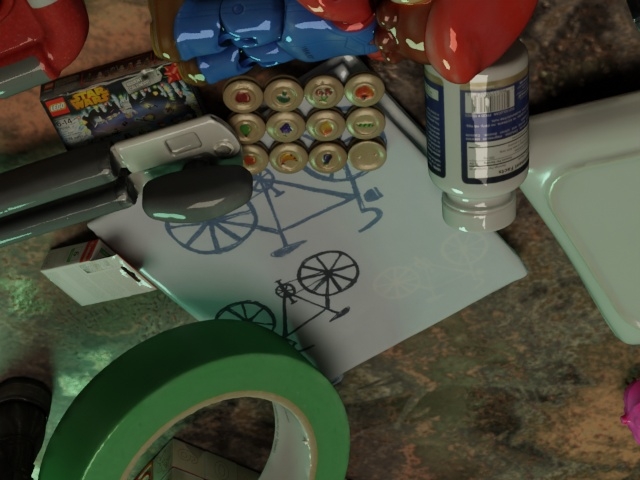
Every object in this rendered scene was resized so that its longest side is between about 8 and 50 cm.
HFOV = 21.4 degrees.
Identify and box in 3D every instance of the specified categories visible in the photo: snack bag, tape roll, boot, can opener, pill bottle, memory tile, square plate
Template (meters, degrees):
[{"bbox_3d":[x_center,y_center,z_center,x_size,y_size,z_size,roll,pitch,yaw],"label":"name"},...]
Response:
[{"bbox_3d":[0.000,0.000,1.678,0.323,0.037,0.342,-31,126,23],"label":"snack bag"},{"bbox_3d":[-0.123,0.237,1.705,0.321,0.077,0.321,-18,124,-28],"label":"tape roll"},{"bbox_3d":[-0.355,0.293,1.784,0.091,0.229,0.263,18,128,-18],"label":"boot"},{"bbox_3d":[-0.201,-0.048,1.558,0.280,0.093,0.074,-13,135,15],"label":"can opener"},{"bbox_3d":[0.143,-0.096,1.544,0.094,0.094,0.169,-4,119,0],"label":"pill bottle"},{"bbox_3d":[-0.013,-0.105,1.551,0.148,0.012,0.113,-3,132,0],"label":"memory tile"},{"bbox_3d":[0.378,-0.017,1.614,0.347,0.049,0.344,-11,134,30],"label":"square plate"}]

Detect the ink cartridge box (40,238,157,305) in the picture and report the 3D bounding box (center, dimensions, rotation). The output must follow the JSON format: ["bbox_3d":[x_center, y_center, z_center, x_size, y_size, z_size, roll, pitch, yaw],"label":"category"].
[{"bbox_3d":[-0.214,0.029,1.665,0.115,0.029,0.063,-12,136,40],"label":"ink cartridge box"}]

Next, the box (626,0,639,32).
[{"bbox_3d":[0.407,-0.176,1.533,0.183,0.059,0.233,-26,129,18],"label":"box"}]

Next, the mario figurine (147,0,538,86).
[{"bbox_3d":[0.026,-0.218,1.428,0.320,0.198,0.170,-4,110,14],"label":"mario figurine"}]

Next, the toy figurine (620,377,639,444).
[{"bbox_3d":[0.407,0.174,1.829,0.159,0.130,0.173,-23,155,33],"label":"toy figurine"}]

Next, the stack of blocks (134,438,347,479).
[{"bbox_3d":[-0.064,0.331,1.929,0.297,0.087,0.171,26,125,-23],"label":"stack of blocks"}]

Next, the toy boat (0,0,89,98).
[{"bbox_3d":[-0.295,-0.199,1.408,0.151,0.151,0.231,-19,130,13],"label":"toy boat"}]

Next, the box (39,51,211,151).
[{"bbox_3d":[-0.178,-0.120,1.566,0.137,0.027,0.094,-15,131,10],"label":"box"}]
